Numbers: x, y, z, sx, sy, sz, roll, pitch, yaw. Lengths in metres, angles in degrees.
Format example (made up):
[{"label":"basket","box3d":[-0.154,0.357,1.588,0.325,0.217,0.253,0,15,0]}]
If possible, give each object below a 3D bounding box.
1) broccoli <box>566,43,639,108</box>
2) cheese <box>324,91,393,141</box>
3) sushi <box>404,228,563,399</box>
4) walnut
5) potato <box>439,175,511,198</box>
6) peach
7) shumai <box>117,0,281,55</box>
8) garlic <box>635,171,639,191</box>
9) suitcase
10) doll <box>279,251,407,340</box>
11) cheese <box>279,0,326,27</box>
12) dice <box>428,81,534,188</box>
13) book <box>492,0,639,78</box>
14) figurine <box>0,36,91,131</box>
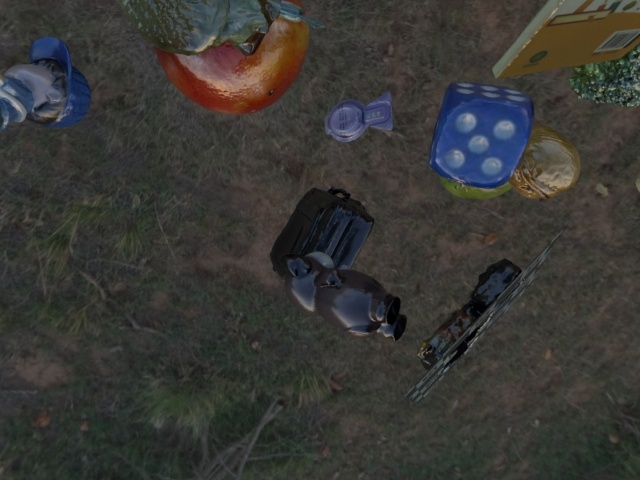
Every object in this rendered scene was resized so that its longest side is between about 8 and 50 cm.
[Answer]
[{"label":"broccoli","box3d":[0.718,-0.429,1.096,0.338,0.277,0.318,28,66,-39]},{"label":"cheese","box3d":[0.092,-0.305,1.213,0.190,0.042,0.105,-3,91,33]},{"label":"sushi","box3d":[0.271,0.146,0.899,0.359,0.064,0.343,-44,155,-4]},{"label":"walnut","box3d":[0.462,-0.161,1.019,0.144,0.144,0.180,-43,122,11]},{"label":"potato","box3d":[0.485,-0.233,1.457,0.215,0.304,0.216,7,75,-26]},{"label":"peach","box3d":[-0.219,-0.481,1.153,0.388,0.388,0.388,-5,117,-9]},{"label":"shumai","box3d":[-0.214,-0.444,0.843,0.222,0.203,0.272,-30,98,39]},{"label":"garlic","box3d":[0.449,-0.080,0.640,0.053,0.083,0.041,-24,80,13]},{"label":"suitcase","box3d":[0.000,0.000,1.490,0.188,0.345,0.339,28,94,-19]},{"label":"doll","box3d":[0.032,0.102,0.902,0.117,0.257,0.182,-47,138,-24]},{"label":"cheese","box3d":[-0.049,-0.444,0.951,0.120,0.067,0.026,29,125,12]},{"label":"dice","box3d":[0.267,-0.182,0.819,0.143,0.146,0.146,13,121,8]},{"label":"book","box3d":[0.346,-0.277,0.514,0.207,0.295,0.020,-12,77,-13]},{"label":"figurine","box3d":[-0.298,-0.144,0.483,0.086,0.149,0.087,-14,116,31]}]
